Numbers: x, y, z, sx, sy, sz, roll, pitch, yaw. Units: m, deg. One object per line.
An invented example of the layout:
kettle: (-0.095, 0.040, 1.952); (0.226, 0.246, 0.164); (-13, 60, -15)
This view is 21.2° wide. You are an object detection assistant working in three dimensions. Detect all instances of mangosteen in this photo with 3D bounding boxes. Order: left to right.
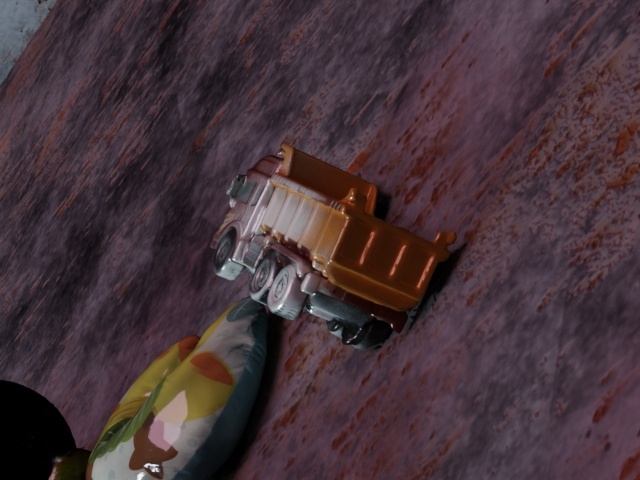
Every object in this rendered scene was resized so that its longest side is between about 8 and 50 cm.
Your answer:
mangosteen: (-0.335, 0.254, 1.717); (0.243, 0.243, 0.243); (-47, 26, 32)

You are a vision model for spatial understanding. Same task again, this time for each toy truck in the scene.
toy truck: (0.000, 0.000, 1.425); (0.135, 0.114, 0.270); (-65, 23, 1)

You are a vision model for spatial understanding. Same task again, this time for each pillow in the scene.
pillow: (-0.132, 0.159, 1.585); (0.233, 0.086, 0.214); (-35, 23, 52)
